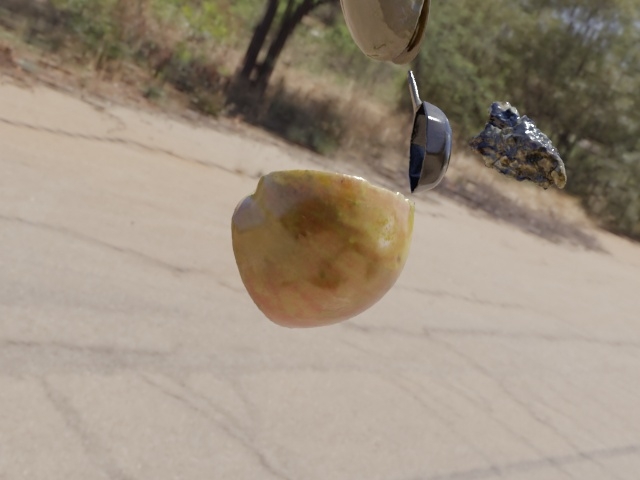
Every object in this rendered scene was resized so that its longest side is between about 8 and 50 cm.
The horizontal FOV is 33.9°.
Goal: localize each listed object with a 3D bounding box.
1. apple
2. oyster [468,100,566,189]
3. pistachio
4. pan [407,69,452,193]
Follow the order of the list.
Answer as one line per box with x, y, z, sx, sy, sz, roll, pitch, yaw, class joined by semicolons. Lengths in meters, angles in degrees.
0.000;0.000;1.811;0.252;0.314;0.309;48;11;23;apple
0.280;-0.127;1.440;0.148;0.103;0.051;35;-23;9;oyster
0.086;-0.330;1.350;0.131;0.206;0.129;-7;4;39;pistachio
0.161;-0.170;1.536;0.048;0.202;0.128;4;-11;-8;pan
